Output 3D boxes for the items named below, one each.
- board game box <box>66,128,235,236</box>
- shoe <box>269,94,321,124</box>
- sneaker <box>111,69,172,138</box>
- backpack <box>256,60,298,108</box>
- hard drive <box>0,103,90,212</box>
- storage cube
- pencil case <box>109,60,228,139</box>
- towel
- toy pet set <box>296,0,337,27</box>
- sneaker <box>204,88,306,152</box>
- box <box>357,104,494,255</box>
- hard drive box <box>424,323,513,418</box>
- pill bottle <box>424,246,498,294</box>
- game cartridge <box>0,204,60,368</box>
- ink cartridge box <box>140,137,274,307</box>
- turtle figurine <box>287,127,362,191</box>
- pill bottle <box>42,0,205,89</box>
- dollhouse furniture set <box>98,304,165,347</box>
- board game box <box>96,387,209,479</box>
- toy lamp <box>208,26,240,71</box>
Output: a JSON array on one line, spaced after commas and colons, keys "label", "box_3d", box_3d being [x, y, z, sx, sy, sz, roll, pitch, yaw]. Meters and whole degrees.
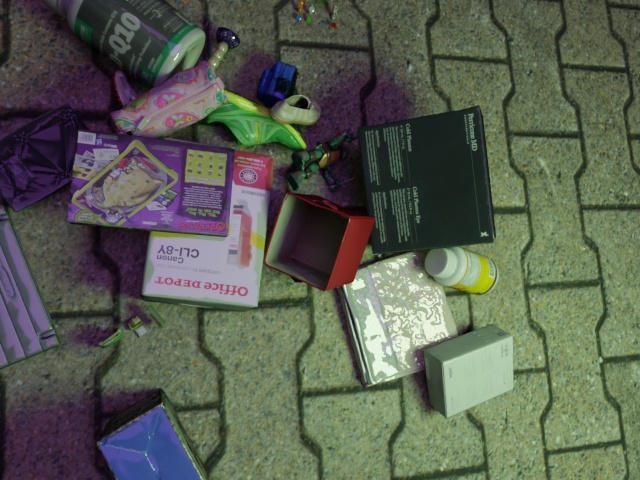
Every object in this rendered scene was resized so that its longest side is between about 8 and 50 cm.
[{"label": "board game box", "box_3d": [-0.374, -0.125, 1.241, 0.346, 0.056, 0.208, 6, 80, -15]}, {"label": "shoe", "box_3d": [-0.053, -0.356, 1.491, 0.076, 0.058, 0.219, 45, 32, 11]}, {"label": "sneaker", "box_3d": [-0.463, -0.332, 1.411, 0.092, 0.088, 0.225, -32, 101, -23]}, {"label": "backpack", "box_3d": [-0.117, -0.435, 1.520, 0.101, 0.098, 0.120, 22, 76, -8]}, {"label": "hard drive", "box_3d": [-0.672, -0.198, 1.333, 0.254, 0.054, 0.172, -40, 94, -19]}, {"label": "storage cube", "box_3d": [0.000, 0.000, 1.377, 0.183, 0.193, 0.215, 22, 101, 22]}, {"label": "pencil case", "box_3d": [-0.366, -0.318, 1.322, 0.284, 0.124, 0.124, -32, 91, -11]}, {"label": "towel", "box_3d": [0.224, 0.209, 1.543, 0.316, 0.053, 0.332, -15, 86, -19]}, {"label": "toy pet set", "box_3d": [-0.007, -0.704, 1.631, 0.122, 0.065, 0.114, 7, 114, -13]}, {"label": "sneaker", "box_3d": [-0.178, -0.306, 1.492, 0.295, 0.109, 0.124, 24, 104, -17]}, {"label": "box", "box_3d": [0.287, -0.150, 1.454, 0.312, 0.179, 0.344, -6, 93, 20]}, {"label": "hard drive box", "box_3d": [0.414, 0.358, 1.522, 0.232, 0.089, 0.181, -15, 111, -20]}, {"label": "pill bottle", "box_3d": [0.396, 0.081, 1.549, 0.214, 0.117, 0.117, 17, 75, -36]}, {"label": "game cartridge", "box_3d": [-0.772, 0.121, 1.249, 0.230, 0.068, 0.355, -22, 88, -15]}, {"label": "ink cartridge box", "box_3d": [-0.279, -0.029, 1.369, 0.279, 0.160, 0.385, 8, 79, -15]}, {"label": "turtle figurine", "box_3d": [0.022, -0.222, 1.523, 0.234, 0.118, 0.175, -22, 130, -30]}, {"label": "pill bottle", "box_3d": [-0.488, -0.547, 1.369, 0.361, 0.204, 0.204, 36, 73, -8]}, {"label": "dollhouse furniture set", "box_3d": [-0.452, 0.225, 1.319, 0.151, 0.076, 0.059, -38, 93, -20]}, {"label": "board game box", "box_3d": [-0.354, 0.472, 1.194, 0.141, 0.291, 0.232, -28, 89, -18]}, {"label": "toy lamp", "box_3d": [-0.308, -0.445, 1.474, 0.080, 0.080, 0.275, 26, 74, -11]}]
